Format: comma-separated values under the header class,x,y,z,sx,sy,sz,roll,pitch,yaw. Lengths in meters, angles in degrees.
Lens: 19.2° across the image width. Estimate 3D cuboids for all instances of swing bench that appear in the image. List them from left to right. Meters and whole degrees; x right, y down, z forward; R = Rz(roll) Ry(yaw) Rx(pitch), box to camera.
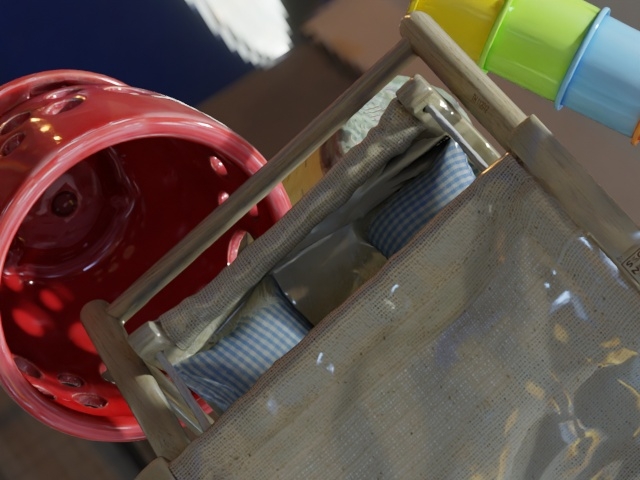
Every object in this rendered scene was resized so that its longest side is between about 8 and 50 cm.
class,x,y,z,sx,sy,sz,roll,pitch,yaw
swing bench,0.038,0.055,0.939,0.165,0.253,0.254,45,5,-26

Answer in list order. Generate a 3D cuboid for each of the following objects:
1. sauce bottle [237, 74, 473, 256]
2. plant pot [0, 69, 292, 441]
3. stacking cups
class,x,y,z,sx,sy,sz,roll,pitch,yaw
sauce bottle,0.000,0.000,1.368,0.111,0.111,0.344,55,-31,6
plant pot,-0.132,-0.004,1.089,0.174,0.191,0.191,37,-24,54
stacking cups,0.220,-0.125,1.381,0.316,0.096,0.096,25,-22,11
